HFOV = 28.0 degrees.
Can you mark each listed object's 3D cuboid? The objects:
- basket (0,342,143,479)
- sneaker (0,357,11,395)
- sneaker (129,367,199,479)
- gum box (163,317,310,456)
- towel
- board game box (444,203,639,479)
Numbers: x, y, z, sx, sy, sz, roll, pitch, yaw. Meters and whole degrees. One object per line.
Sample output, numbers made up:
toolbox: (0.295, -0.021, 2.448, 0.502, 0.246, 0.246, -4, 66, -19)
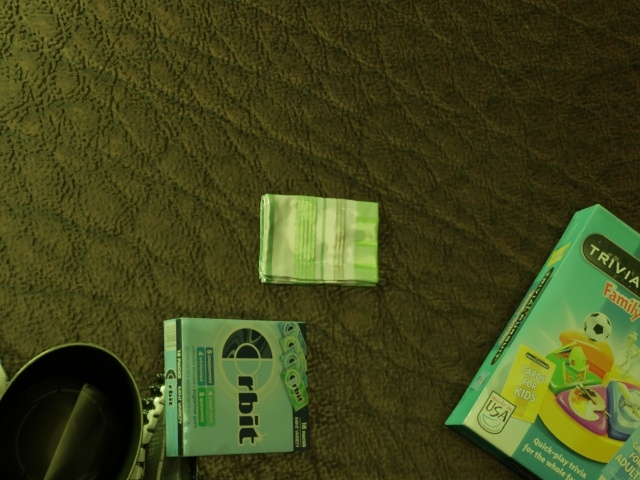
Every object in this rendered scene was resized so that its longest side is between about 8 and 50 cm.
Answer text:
basket: (-0.283, 0.217, 1.407, 0.154, 0.227, 0.204, 22, 78, -8)
sneaker: (-0.429, 0.100, 1.469, 0.081, 0.080, 0.211, -26, 87, -18)
sneaker: (-0.180, 0.260, 1.505, 0.106, 0.078, 0.234, 23, 78, -15)
gum box: (-0.096, 0.172, 1.510, 0.184, 0.041, 0.156, 4, 79, -39)
towel: (0.000, 0.000, 1.607, 0.152, 0.023, 0.113, 3, 82, -12)
board game box: (0.356, 0.164, 1.631, 0.254, 0.079, 0.336, 35, 76, -5)
